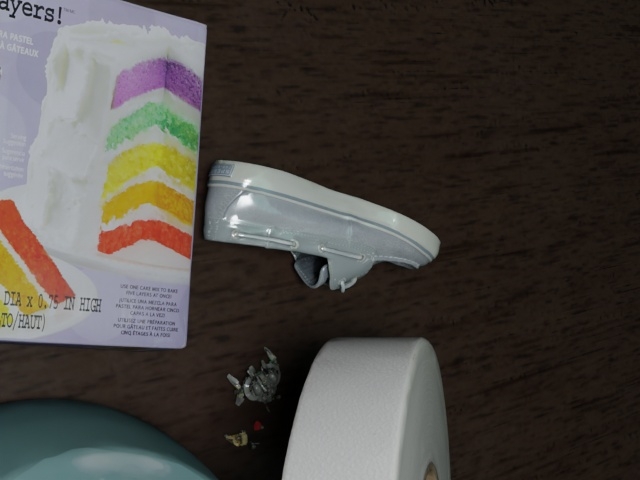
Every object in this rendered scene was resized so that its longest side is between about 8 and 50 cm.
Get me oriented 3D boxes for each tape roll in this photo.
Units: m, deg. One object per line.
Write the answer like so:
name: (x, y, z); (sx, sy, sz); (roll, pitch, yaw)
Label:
tape roll: (0.043, 0.262, 0.716); (0.392, 0.072, 0.392); (-2, 90, -78)

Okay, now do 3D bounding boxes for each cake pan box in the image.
cake pan box: (-0.208, -0.054, 0.675); (0.267, 0.070, 0.246); (10, 79, -38)

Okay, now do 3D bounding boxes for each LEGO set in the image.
LEGO set: (-0.050, 0.128, 0.819); (0.054, 0.023, 0.083); (7, 83, -39)

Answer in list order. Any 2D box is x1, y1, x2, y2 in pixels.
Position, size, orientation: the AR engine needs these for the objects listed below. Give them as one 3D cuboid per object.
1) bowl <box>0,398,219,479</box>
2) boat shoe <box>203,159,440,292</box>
bowl: (-0.144, 0.240, 0.598); (0.311, 0.163, 0.312); (8, 72, -26)
boat shoe: (0.000, 0.000, 0.844); (0.227, 0.079, 0.081); (18, 85, -32)
